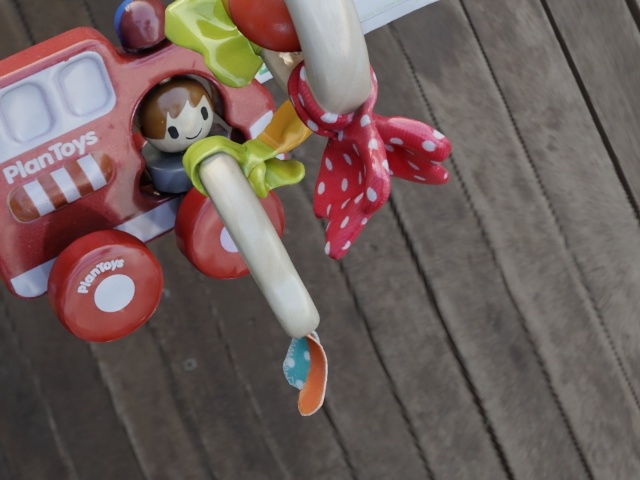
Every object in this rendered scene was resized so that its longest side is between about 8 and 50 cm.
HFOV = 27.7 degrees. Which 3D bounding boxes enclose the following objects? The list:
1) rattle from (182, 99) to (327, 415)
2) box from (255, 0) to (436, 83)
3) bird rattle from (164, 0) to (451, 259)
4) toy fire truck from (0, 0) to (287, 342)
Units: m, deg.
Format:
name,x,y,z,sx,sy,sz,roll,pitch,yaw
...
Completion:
name,x,y,z,sx,sy,sz,roll,pitch,yaw
rattle,0.000,0.000,0.910,0.142,0.130,0.200,-30,85,-21
box,-0.020,-0.333,1.265,0.232,0.322,0.058,-26,42,-7
bird rattle,-0.020,-0.126,0.792,0.143,0.207,0.253,-21,53,-2
toy fire truck,-0.178,-0.077,1.158,0.302,0.254,0.169,-28,40,-15
